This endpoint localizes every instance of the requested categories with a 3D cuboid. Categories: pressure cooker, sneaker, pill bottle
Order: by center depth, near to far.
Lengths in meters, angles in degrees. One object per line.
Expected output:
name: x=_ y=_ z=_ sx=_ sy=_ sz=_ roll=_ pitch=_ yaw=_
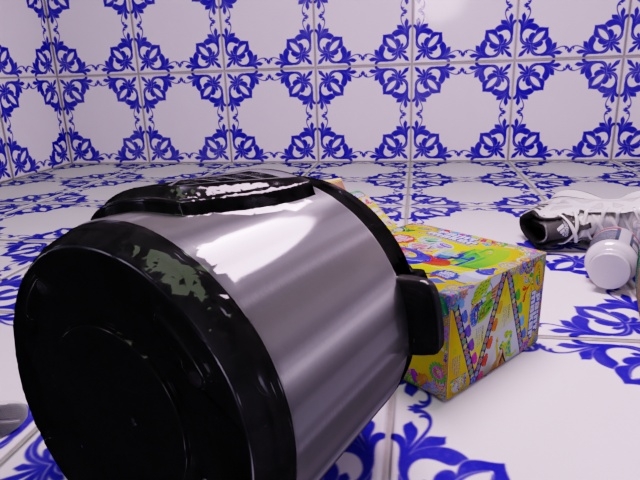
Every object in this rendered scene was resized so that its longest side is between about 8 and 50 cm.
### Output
pressure cooker: x=-0.089 y=0.108 z=0.670 sx=0.370 sy=0.375 sz=0.420 roll=43 pitch=34 yaw=16
sneaker: x=-0.494 y=0.254 z=0.755 sx=0.152 sy=0.053 sz=0.061 roll=-13 pitch=18 yaw=-30
pill bottle: x=0.654 y=0.041 z=1.219 sx=0.108 sy=0.107 sz=0.180 roll=9 pitch=20 yaw=31
sneaker: x=0.718 y=-0.024 z=1.401 sx=0.258 sy=0.168 sz=0.448 roll=-22 pitch=17 yaw=-27

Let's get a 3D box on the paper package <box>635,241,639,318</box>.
paper package: x=0.740 y=0.088 z=0.962 sx=0.310 sy=0.168 sz=0.325 roll=7 pitch=20 yaw=27

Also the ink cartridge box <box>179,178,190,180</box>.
ink cartridge box: x=-0.364 y=-0.107 z=1.736 sx=0.396 sy=0.151 sz=0.270 roll=3 pitch=17 yaw=11

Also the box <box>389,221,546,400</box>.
box: x=0.191 y=0.101 z=0.967 sx=0.279 sy=0.176 sz=0.290 roll=-15 pitch=22 yaw=-40

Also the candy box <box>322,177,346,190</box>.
candy box: x=0.000 y=0.000 z=1.211 sx=0.183 sy=0.087 sz=0.316 roll=-8 pitch=48 yaw=-13

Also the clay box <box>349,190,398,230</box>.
clay box: x=0.125 y=-0.040 z=1.454 sx=0.128 sy=0.053 sz=0.222 roll=-17 pitch=54 yaw=-40
